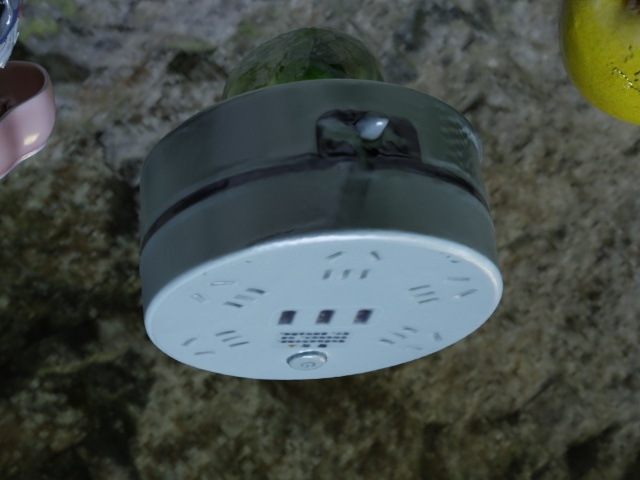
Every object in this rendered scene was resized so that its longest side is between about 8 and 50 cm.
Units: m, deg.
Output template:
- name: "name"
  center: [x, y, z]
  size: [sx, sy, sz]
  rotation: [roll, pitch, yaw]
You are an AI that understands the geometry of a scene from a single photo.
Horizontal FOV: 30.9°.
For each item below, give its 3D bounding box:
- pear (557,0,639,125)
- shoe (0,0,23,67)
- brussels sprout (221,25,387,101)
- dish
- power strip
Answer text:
- name: "pear"
  center: [0.418, -0.262, 1.351]
  size: [0.285, 0.285, 0.336]
  rotation: [50, -172, 14]
- name: "shoe"
  center: [-0.342, -0.274, 1.171]
  size: [0.099, 0.228, 0.125]
  rotation: [21, -172, -2]
- name: "brussels sprout"
  center: [-0.028, -0.161, 1.598]
  size: [0.210, 0.272, 0.219]
  rotation: [8, 178, 44]
- name: "dish"
  center: [-0.423, -0.137, 1.462]
  size: [0.213, 0.213, 0.090]
  rotation: [-113, 2, -57]
- name: "power strip"
  center: [0.000, 0.000, 1.077]
  size: [0.357, 0.357, 0.162]
  rotation: [32, -135, -51]
